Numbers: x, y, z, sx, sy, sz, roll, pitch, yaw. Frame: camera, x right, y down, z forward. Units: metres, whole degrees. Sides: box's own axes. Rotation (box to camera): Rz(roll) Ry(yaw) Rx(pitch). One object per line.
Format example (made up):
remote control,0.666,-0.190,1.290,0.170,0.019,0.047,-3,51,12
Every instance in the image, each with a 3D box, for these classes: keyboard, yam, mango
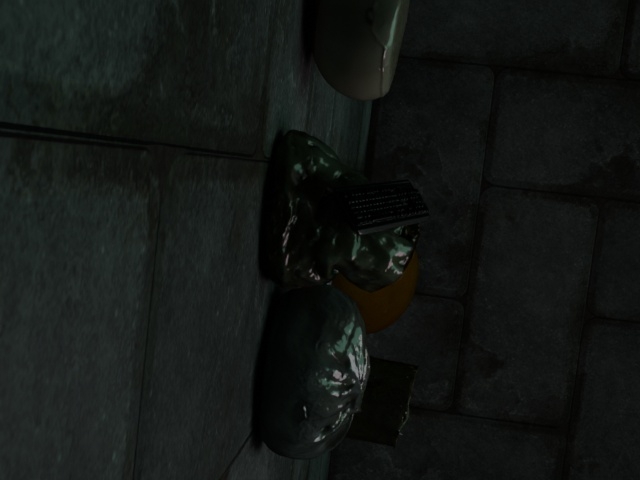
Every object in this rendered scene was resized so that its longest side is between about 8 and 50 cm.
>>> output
keyboard,0.109,-0.062,1.526,0.230,0.025,0.093,-12,68,-51
yam,0.058,0.342,1.989,0.195,0.300,0.195,11,90,-78
mango,0.103,0.055,2.179,0.300,0.232,0.445,-36,146,-19

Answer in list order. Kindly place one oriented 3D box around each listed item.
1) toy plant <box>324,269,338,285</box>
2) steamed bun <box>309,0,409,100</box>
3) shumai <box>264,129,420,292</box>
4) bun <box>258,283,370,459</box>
toy plant,-0.001,0.001,1.871,0.232,0.113,0.243,78,13,-58
steamed bun,0.070,-0.417,1.720,0.283,0.177,0.283,11,90,-83
shumai,0.049,-0.041,1.579,0.309,0.264,0.304,-75,172,-53
bun,-0.004,0.259,1.741,0.354,0.194,0.354,9,90,-81
